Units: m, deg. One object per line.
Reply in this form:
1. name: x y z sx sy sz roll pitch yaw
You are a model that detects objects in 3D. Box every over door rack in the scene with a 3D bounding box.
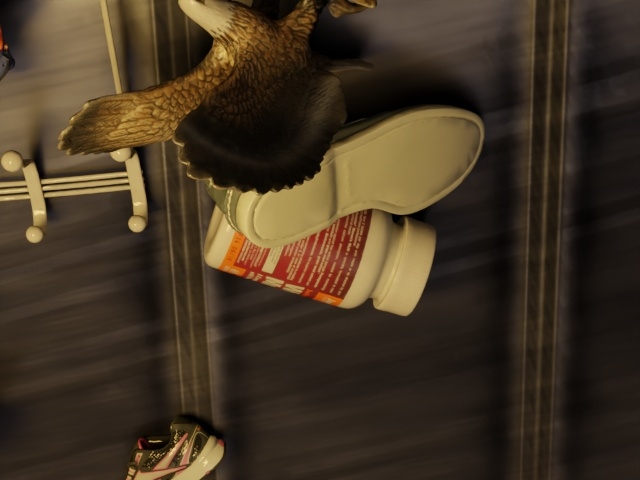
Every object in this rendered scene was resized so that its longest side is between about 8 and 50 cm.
1. over door rack: -0.310 -0.138 1.880 0.239 0.108 0.324 -5 119 2

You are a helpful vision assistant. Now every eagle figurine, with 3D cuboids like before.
1. eagle figurine: -0.080 -0.157 1.774 0.225 0.226 0.298 29 71 -3

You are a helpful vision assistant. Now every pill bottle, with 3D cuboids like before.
1. pill bottle: 0.000 0.000 1.949 0.221 0.121 0.121 18 117 -10

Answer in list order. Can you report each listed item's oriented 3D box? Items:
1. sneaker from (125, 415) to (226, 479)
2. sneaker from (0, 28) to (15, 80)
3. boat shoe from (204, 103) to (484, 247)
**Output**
1. sneaker: -0.192 0.261 2.134 0.178 0.072 0.077 -41 100 12
2. sneaker: -0.331 -0.193 1.791 0.087 0.083 0.221 8 108 -18
3. boat shoe: 0.027 -0.081 1.867 0.319 0.099 0.116 -19 127 -35
